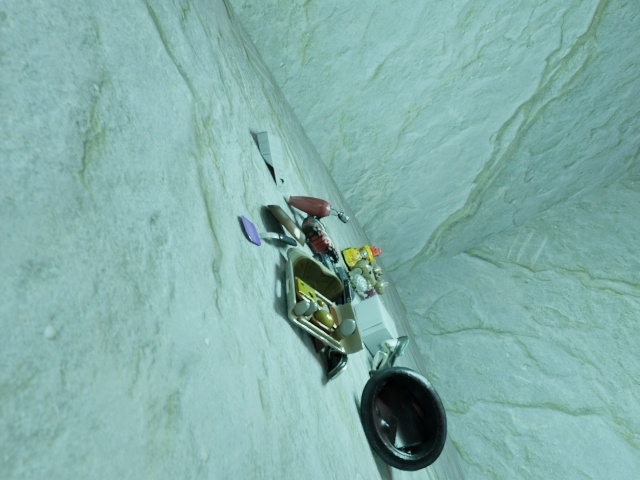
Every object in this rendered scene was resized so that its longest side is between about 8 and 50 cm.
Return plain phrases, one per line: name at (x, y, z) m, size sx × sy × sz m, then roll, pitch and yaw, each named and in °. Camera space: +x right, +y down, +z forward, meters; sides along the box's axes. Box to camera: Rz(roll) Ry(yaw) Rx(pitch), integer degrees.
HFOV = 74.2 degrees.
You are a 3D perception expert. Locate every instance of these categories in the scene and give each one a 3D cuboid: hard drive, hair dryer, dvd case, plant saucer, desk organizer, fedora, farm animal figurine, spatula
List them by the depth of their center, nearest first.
spatula at (-0.153, -0.012, 1.338) m, size 0.296 × 0.030 × 0.084 m, roll 17°, pitch 47°, yaw -58°
desk organizer at (0.012, 0.311, 1.368) m, size 0.047 × 0.050 × 0.130 m, roll 50°, pitch 18°, yaw 5°
fedora at (0.277, 0.623, 1.492) m, size 0.153 × 0.333 × 0.335 m, roll 108°, pitch -36°, yaw -62°
plant saucer at (-0.113, -0.061, 1.507) m, size 0.199 × 0.036 × 0.198 m, roll 49°, pitch 1°, yaw -1°
dvd case at (0.106, 0.286, 1.621) m, size 0.179 × 0.029 × 0.239 m, roll 89°, pitch -6°, yaw -71°
hair dryer at (-0.033, -0.118, 1.894) m, size 0.293 × 0.223 × 0.080 m, roll 34°, pitch 56°, yaw -40°
hard drive at (0.091, 0.208, 1.924) m, size 0.172 × 0.054 × 0.254 m, roll 64°, pitch 12°, yaw 3°
farm animal figurine at (0.276, 0.220, 2.333) m, size 0.327 × 0.172 × 0.331 m, roll 56°, pitch 20°, yaw -30°

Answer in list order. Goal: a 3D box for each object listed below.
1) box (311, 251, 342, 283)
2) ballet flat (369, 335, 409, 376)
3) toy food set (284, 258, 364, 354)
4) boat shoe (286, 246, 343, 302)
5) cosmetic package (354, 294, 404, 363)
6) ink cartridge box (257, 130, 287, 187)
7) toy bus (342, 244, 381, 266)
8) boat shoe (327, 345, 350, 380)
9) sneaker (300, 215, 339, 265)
box at (0.019, 0.136, 1.708) m, size 0.148 × 0.077 × 0.180 m, roll 66°, pitch 12°, yaw 15°
ballet flat at (0.301, 0.502, 1.864) m, size 0.096 × 0.095 × 0.280 m, roll 43°, pitch 51°, yaw -3°
toy food set at (0.009, 0.205, 1.342) m, size 0.306 × 0.092 × 0.220 m, roll 40°, pitch 20°, yaw -29°
boat shoe at (-0.019, 0.125, 1.513) m, size 0.302 × 0.109 × 0.098 m, roll 46°, pitch 2°, yaw -43°
cosmetic package at (0.281, 0.434, 2.064) m, size 0.224 × 0.138 × 0.225 m, roll 57°, pitch 15°, yaw -31°
ink cartridge box at (-0.209, -0.351, 1.875) m, size 0.189 × 0.066 × 0.233 m, roll -23°, pitch 107°, yaw -78°
toy bus at (0.255, 0.092, 2.501) m, size 0.150 × 0.211 × 0.220 m, roll 68°, pitch 14°, yaw 12°
boat shoe at (0.048, 0.373, 1.367) m, size 0.079 × 0.084 × 0.233 m, roll 45°, pitch 15°, yaw -2°
sneaker at (0.000, 0.000, 1.865) m, size 0.276 × 0.097 × 0.135 m, roll 54°, pitch 18°, yaw -34°
